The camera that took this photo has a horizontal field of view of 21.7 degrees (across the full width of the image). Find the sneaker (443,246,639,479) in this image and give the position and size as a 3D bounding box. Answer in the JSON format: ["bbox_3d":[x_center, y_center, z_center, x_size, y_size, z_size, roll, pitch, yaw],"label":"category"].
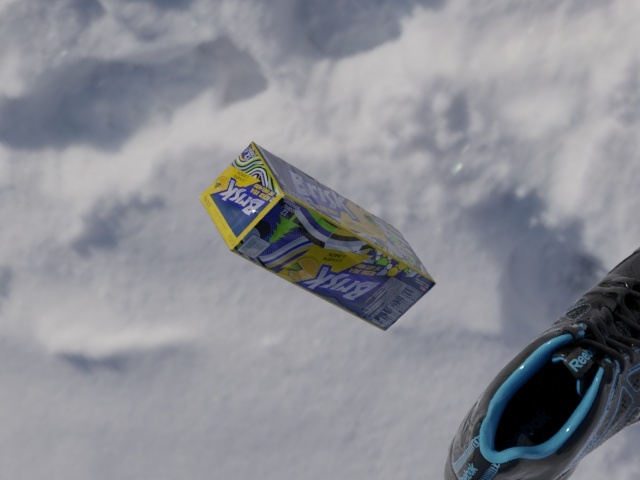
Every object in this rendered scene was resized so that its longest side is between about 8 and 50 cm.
[{"bbox_3d":[0.250,0.107,1.440,0.125,0.341,0.140,41,163,16],"label":"sneaker"}]

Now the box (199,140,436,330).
[{"bbox_3d":[0.000,0.000,1.107,0.054,0.059,0.169,-45,138,14],"label":"box"}]
